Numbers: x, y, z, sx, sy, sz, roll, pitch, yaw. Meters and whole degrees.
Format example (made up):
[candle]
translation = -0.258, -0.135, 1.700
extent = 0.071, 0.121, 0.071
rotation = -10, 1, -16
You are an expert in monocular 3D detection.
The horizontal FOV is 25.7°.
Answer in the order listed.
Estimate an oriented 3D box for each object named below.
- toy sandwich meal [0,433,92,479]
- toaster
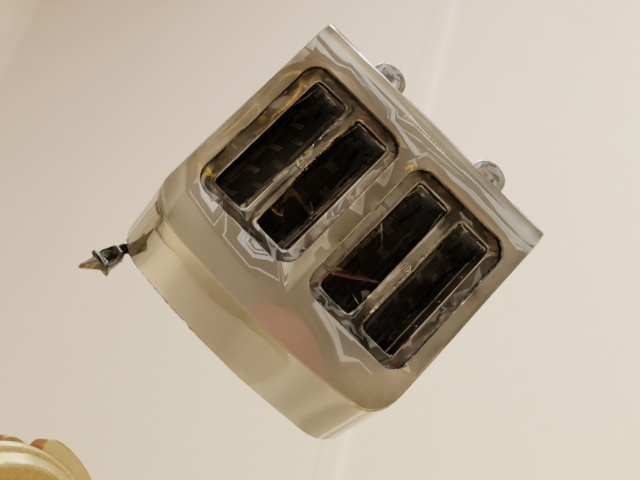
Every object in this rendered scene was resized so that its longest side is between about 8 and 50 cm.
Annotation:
[toy sandwich meal]
translation = -0.097, 0.091, 0.393
extent = 0.029, 0.085, 0.085
rotation = 5, -124, 42
[toaster]
translation = 0.000, 0.000, 0.750
extent = 0.186, 0.168, 0.110
rotation = -45, 180, -20
